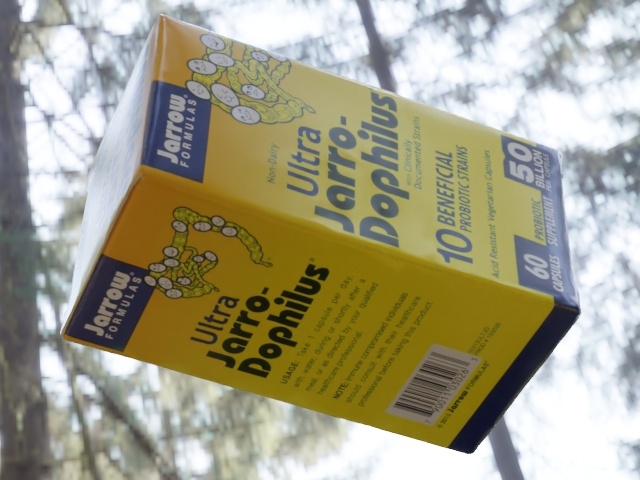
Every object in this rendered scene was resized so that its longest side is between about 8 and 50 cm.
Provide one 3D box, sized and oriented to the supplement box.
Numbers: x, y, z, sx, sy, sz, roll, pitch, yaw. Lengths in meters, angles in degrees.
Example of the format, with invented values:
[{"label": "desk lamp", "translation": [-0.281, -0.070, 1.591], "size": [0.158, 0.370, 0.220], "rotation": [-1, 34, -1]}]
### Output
[{"label": "supplement box", "translation": [0.000, 0.000, 1.331], "size": [0.356, 0.194, 0.195], "rotation": [17, -48, -15]}]
